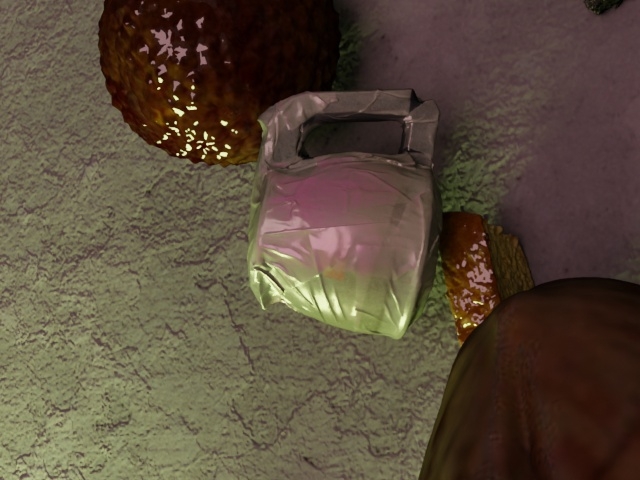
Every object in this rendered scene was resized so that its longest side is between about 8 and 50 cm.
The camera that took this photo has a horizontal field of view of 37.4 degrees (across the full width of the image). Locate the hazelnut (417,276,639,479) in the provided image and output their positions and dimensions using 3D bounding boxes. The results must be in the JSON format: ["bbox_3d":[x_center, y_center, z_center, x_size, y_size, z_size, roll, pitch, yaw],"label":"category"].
[{"bbox_3d":[0.218,0.206,0.668,0.359,0.409,0.359,3,101,15],"label":"hazelnut"}]

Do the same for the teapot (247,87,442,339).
[{"bbox_3d":[0.019,-0.027,0.861,0.178,0.163,0.221,9,112,-3],"label":"teapot"}]

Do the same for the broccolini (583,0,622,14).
[{"bbox_3d":[0.303,-0.242,0.847,0.140,0.035,0.030,-19,83,30],"label":"broccolini"}]

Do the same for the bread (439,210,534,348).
[{"bbox_3d":[0.163,0.060,0.893,0.065,0.103,0.187,-19,77,32],"label":"bread"}]

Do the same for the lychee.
[{"bbox_3d":[-0.104,-0.194,0.977,0.260,0.260,0.260,-1,89,33],"label":"lychee"}]
